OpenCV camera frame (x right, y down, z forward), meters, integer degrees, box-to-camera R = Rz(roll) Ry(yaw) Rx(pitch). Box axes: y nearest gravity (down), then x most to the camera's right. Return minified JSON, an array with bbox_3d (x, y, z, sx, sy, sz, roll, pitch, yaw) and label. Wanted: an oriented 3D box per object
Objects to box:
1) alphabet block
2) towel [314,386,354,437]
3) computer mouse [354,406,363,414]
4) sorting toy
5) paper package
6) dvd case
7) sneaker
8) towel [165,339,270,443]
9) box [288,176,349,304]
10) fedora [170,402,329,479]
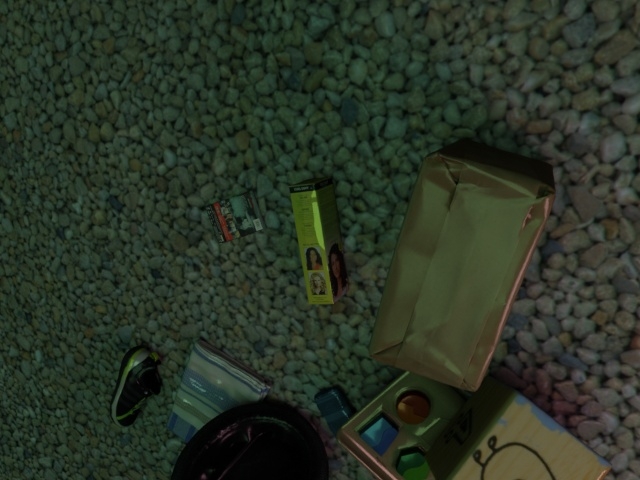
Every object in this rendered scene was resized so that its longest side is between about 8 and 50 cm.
[{"bbox_3d":[0.318,0.372,0.929,0.192,0.193,0.197,37,86,7],"label":"alphabet block"},{"bbox_3d":[0.040,0.370,1.173,0.067,0.029,0.119,-29,91,26],"label":"towel"},{"bbox_3d":[0.143,0.445,1.137,0.262,0.060,0.184,44,112,-7],"label":"computer mouse"},{"bbox_3d":[0.212,0.404,1.058,0.307,0.041,0.229,44,98,-7],"label":"sorting toy"},{"bbox_3d":[0.221,0.016,0.837,0.168,0.325,0.310,20,110,16],"label":"paper package"},{"bbox_3d":[-0.179,-0.048,1.159,0.119,0.013,0.087,-16,97,26],"label":"dvd case"},{"bbox_3d":[-0.442,0.369,1.341,0.097,0.084,0.235,21,111,15],"label":"sneaker"},{"bbox_3d":[-0.250,0.390,1.296,0.209,0.034,0.285,30,113,13],"label":"towel"},{"bbox_3d":[0.000,0.000,1.059,0.058,0.087,0.232,-4,104,26],"label":"box"},{"bbox_3d":[-0.146,0.519,1.173,0.334,0.334,0.153,23,146,15],"label":"fedora"}]
